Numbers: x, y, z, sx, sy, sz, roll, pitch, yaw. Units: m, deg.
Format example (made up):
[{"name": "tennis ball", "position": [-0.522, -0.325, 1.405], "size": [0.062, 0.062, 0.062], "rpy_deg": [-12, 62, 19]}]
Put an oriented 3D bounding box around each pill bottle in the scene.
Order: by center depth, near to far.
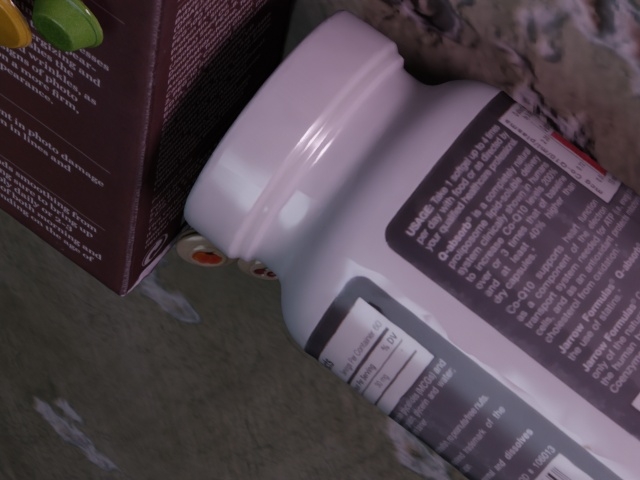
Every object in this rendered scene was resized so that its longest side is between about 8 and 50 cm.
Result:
[{"name": "pill bottle", "position": [0.082, 0.023, 0.924], "size": [0.278, 0.162, 0.162], "rpy_deg": [38, 154, 5]}]

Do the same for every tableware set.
[{"name": "tableware set", "position": [-0.164, -0.130, 0.857], "size": [0.154, 0.024, 0.104], "rpy_deg": [17, 149, 38]}]

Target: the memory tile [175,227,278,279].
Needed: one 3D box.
[{"name": "memory tile", "position": [0.000, 0.000, 1.070], "size": [0.148, 0.012, 0.113], "rpy_deg": [13, 149, -16]}]

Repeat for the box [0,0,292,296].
[{"name": "box", "position": [-0.121, -0.145, 0.955], "size": [0.191, 0.143, 0.381], "rpy_deg": [36, 156, 8]}]
